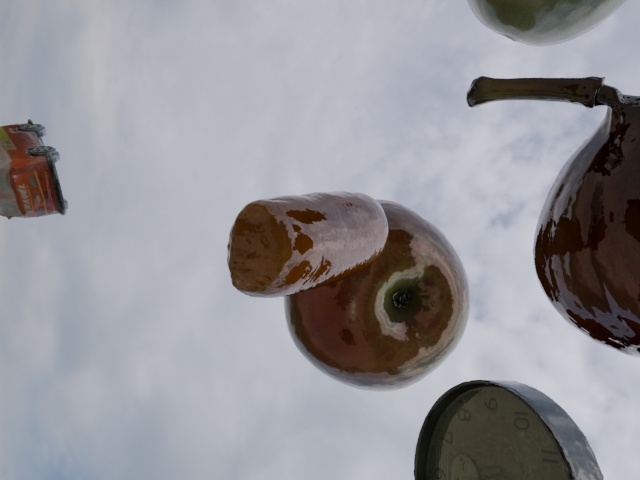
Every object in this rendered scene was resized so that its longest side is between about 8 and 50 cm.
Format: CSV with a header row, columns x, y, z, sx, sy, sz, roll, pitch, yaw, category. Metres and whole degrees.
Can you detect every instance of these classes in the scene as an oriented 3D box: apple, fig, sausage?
x,y,z,sx,sy,sz,roll,pitch,yaw,category
0.096,0.088,0.794,0.277,0.319,0.319,2,-92,62,apple
0.248,-0.034,0.340,0.204,0.186,0.249,-116,-177,-77,fig
0.000,0.000,0.486,0.098,0.238,0.098,5,-81,31,sausage

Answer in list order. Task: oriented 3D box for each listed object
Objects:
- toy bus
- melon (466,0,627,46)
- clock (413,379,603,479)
x,y,z,sx,sy,sz,roll,pitch,yaw,category
-0.349,-0.082,0.554,0.174,0.077,0.079,38,-48,46,toy bus
0.300,-0.400,0.572,0.272,0.272,0.307,6,-82,45,melon
0.174,0.248,0.478,0.215,0.042,0.214,-41,-138,50,clock
